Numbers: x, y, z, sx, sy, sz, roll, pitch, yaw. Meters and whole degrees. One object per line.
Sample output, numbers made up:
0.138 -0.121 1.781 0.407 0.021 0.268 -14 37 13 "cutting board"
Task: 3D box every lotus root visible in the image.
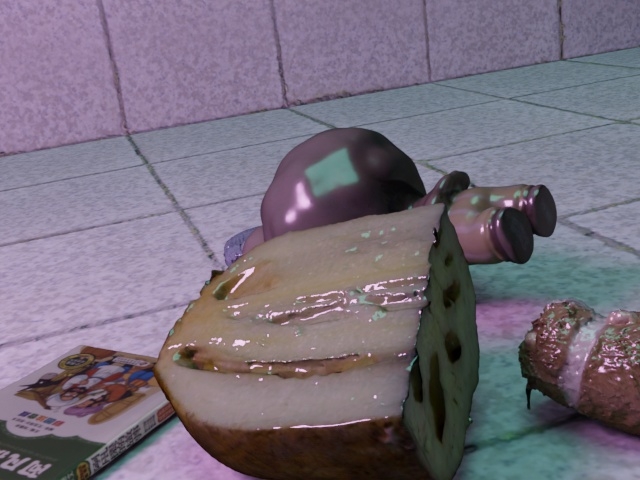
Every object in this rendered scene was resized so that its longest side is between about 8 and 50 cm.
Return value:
-0.006 0.116 0.744 0.260 0.149 0.267 -13 31 24 "lotus root"

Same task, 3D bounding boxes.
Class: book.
-0.263 0.179 0.837 0.202 0.027 0.264 5 21 32 "book"

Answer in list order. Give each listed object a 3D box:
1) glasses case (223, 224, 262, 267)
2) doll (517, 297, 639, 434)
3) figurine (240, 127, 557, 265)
0.000 0.000 1.222 0.282 0.067 0.109 -7 21 -6 "glasses case"
0.278 0.109 0.712 0.221 0.105 0.115 3 57 27 "doll"
0.081 -0.026 1.026 0.380 0.203 0.248 5 54 33 "figurine"
